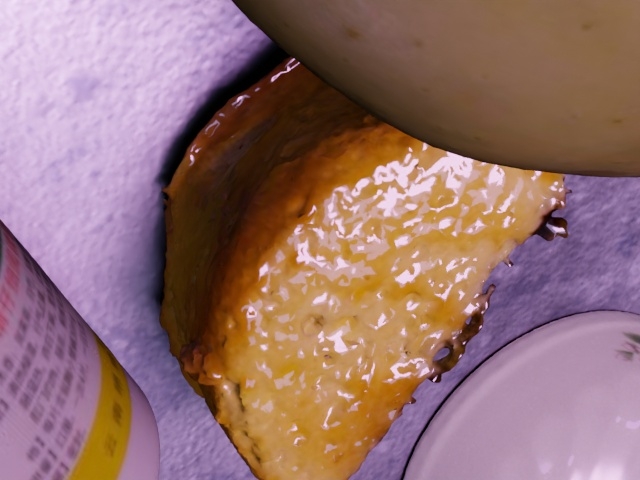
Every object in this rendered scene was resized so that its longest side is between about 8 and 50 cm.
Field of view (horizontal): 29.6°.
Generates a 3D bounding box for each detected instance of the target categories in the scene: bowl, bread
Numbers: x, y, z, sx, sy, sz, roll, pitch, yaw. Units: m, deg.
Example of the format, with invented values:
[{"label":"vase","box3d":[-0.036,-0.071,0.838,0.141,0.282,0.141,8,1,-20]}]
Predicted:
[{"label":"bowl","box3d":[0.207,0.202,0.881,0.277,0.145,0.277,-13,120,-24]},{"label":"bread","box3d":[-0.003,0.002,0.653,0.147,0.160,0.260,30,105,-30]}]

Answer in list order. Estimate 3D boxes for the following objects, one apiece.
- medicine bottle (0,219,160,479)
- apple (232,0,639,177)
[{"label":"medicine bottle","box3d":[-0.235,0.033,0.509,0.208,0.208,0.339,-36,127,-6]},{"label":"apple","box3d":[0.100,-0.191,0.484,0.357,0.357,0.357,-12,121,-22]}]
